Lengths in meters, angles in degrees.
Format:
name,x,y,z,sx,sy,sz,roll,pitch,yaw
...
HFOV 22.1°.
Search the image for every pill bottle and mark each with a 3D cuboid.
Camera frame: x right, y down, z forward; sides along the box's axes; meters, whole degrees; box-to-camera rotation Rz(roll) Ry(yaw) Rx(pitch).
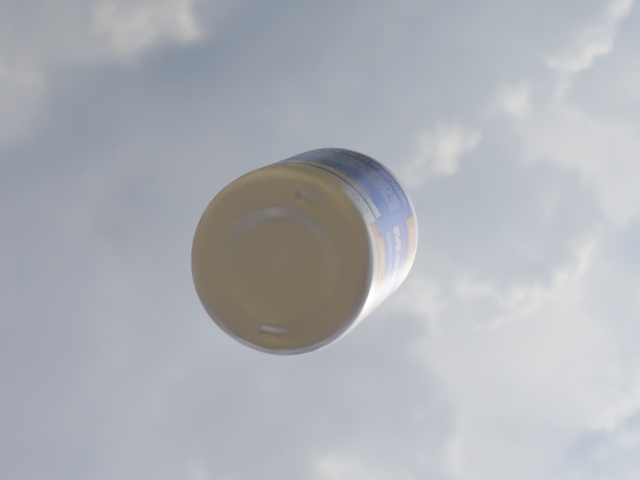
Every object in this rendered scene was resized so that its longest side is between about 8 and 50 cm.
name,x,y,z,sx,sy,sz,roll,pitch,yaw
pill bottle,0.000,0.000,1.395,0.152,0.152,0.272,-11,-175,16
